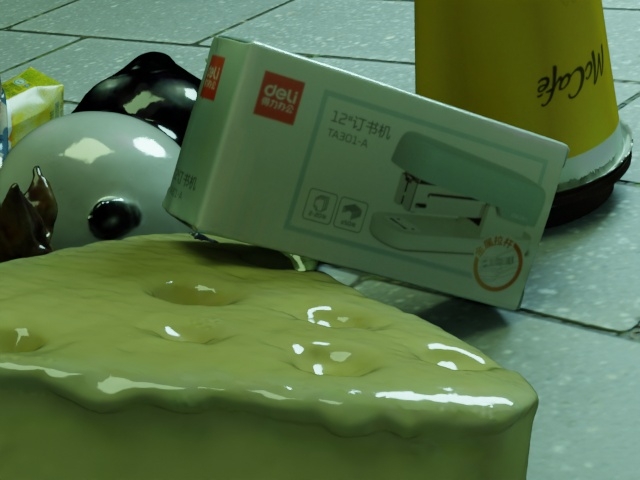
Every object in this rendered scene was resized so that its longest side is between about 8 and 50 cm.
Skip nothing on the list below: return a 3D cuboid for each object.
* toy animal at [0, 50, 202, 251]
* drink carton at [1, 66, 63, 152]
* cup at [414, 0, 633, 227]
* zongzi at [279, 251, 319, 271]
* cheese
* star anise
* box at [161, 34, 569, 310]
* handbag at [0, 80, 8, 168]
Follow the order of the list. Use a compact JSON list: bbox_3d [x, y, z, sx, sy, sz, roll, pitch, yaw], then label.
[{"bbox_3d":[-0.176,-0.046,1.146,0.187,0.165,0.235,-6,26,22],"label":"toy animal"},{"bbox_3d":[-0.393,-0.132,1.549,0.074,0.084,0.200,32,42,23],"label":"drink carton"},{"bbox_3d":[0.159,-0.157,1.093,0.196,0.280,0.196,-6,28,3],"label":"cup"},{"bbox_3d":[0.000,0.000,1.108,0.104,0.052,0.113,-19,37,-29],"label":"zongzi"},{"bbox_3d":[-0.045,0.091,0.757,0.383,0.104,0.384,7,11,-1],"label":"cheese"},{"bbox_3d":[-0.238,0.046,0.954,0.196,0.111,0.212,-48,3,-15],"label":"star anise"},{"bbox_3d":[0.033,-0.043,0.926,0.269,0.135,0.079,15,5,-25],"label":"box"},{"bbox_3d":[-0.445,-0.105,1.366,0.251,0.190,0.193,-18,53,-9],"label":"handbag"}]
